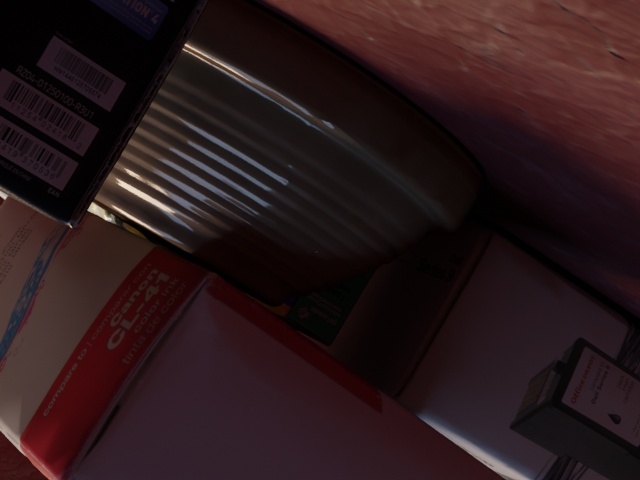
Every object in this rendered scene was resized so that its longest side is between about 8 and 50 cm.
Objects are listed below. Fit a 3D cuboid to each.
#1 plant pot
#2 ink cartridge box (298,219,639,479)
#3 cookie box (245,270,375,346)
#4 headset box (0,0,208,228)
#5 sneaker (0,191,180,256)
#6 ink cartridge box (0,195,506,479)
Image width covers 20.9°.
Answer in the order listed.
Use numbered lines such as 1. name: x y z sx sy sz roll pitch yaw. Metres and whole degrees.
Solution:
1. plant pot: -0.046 -0.042 0.873 0.237 0.110 0.237 31 176 3
2. ink cartridge box: 0.140 0.098 1.126 0.289 0.121 0.211 33 174 -22
3. cookie box: 0.000 0.000 1.036 0.040 0.107 0.092 33 175 -28
4. headset box: -0.225 -0.145 0.738 0.246 0.131 0.283 33 175 -37
5. sneaker: -0.157 -0.056 1.358 0.319 0.127 0.208 20 176 10
6. ink cartridge box: -0.072 0.092 0.961 0.226 0.131 0.306 36 175 -28
